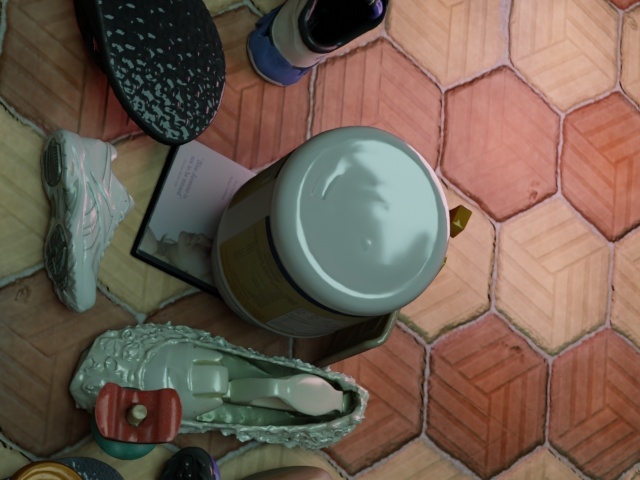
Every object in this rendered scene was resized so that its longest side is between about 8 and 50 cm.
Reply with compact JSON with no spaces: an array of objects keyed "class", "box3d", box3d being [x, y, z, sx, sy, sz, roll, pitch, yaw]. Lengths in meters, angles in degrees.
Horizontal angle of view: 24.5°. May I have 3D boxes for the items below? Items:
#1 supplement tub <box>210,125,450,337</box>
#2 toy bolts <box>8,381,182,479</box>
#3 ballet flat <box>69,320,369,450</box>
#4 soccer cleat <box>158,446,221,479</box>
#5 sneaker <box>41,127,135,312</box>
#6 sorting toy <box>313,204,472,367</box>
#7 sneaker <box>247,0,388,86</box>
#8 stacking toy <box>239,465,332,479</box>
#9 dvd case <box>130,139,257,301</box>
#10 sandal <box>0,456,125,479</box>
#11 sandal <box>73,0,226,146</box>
[{"class":"supplement tub","box3d":[0.000,0.000,1.846,0.228,0.316,0.228,4,78,-21]},{"class":"toy bolts","box3d":[-0.262,0.280,1.728,0.218,0.158,0.229,13,70,-14]},{"class":"ballet flat","box3d":[-0.113,0.184,1.901,0.408,0.147,0.147,11,78,-29]},{"class":"soccer cleat","box3d":[-0.144,0.422,1.879,0.116,0.108,0.318,6,78,-51]},{"class":"sneaker","box3d":[-0.283,-0.025,1.854,0.115,0.090,0.232,2,83,-34]},{"class":"sorting toy","box3d":[0.104,0.059,1.947,0.041,0.307,0.229,33,68,-11]},{"class":"sneaker","box3d":[0.045,-0.352,2.041,0.127,0.182,0.315,43,64,-21]},{"class":"stacking toy","box3d":[-0.027,0.469,1.924,0.141,0.141,0.330,-13,96,-32]},{"class":"dvd case","box3d":[-0.117,-0.009,1.989,0.253,0.022,0.180,28,70,-25]},{"class":"sandal","box3d":[-0.356,0.320,1.789,0.254,0.054,0.097,-5,79,-22]},{"class":"sandal","box3d":[-0.258,-0.322,1.913,0.167,0.107,0.446,-22,82,-30]}]
